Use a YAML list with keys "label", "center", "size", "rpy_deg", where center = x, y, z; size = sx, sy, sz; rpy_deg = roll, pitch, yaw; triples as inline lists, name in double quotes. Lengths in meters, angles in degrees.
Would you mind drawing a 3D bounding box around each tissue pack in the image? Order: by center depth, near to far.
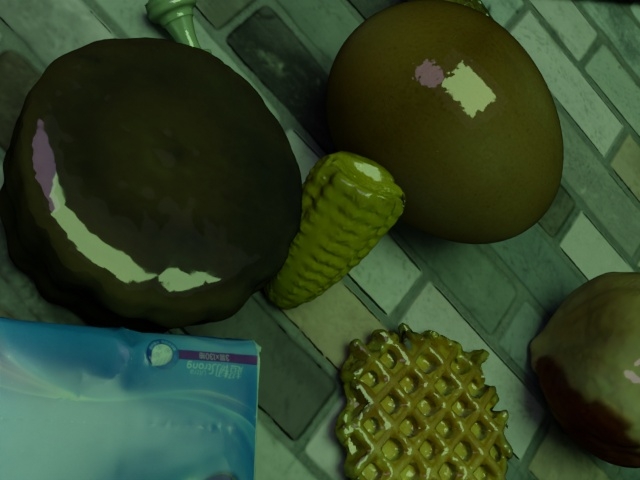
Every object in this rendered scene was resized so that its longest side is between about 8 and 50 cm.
- label: "tissue pack"
  center: [-0.201, 0.178, 0.725]
  size: [0.263, 0.146, 0.198]
  rpy_deg: [10, 72, -28]

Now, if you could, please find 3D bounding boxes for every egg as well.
- label: "egg"
  center: [0.153, -0.135, 0.957]
  size: [0.322, 0.250, 0.250]
  rpy_deg: [44, 59, -14]

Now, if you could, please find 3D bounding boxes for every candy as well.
- label: "candy"
  center: [0.000, 0.000, 0.875]
  size: [0.106, 0.199, 0.094]
  rpy_deg: [38, 25, 5]

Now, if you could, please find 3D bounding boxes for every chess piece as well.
- label: "chess piece"
  center: [-0.148, -0.215, 0.926]
  size: [0.059, 0.059, 0.149]
  rpy_deg: [-26, 95, -33]

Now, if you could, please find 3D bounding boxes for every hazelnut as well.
- label: "hazelnut"
  center: [0.397, 0.168, 1.047]
  size: [0.261, 0.241, 0.261]
  rpy_deg: [-5, 96, -54]

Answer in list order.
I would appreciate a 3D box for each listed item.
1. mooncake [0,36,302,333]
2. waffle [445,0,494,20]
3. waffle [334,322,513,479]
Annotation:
- label: "mooncake"
  center: [-0.168, -0.047, 0.801]
  size: [0.290, 0.161, 0.290]
  rpy_deg: [10, 69, -28]
- label: "waffle"
  center: [0.201, -0.304, 1.110]
  size: [0.223, 0.054, 0.204]
  rpy_deg: [54, 34, -6]
- label: "waffle"
  center: [0.127, 0.225, 0.960]
  size: [0.254, 0.052, 0.245]
  rpy_deg: [13, 69, -26]
